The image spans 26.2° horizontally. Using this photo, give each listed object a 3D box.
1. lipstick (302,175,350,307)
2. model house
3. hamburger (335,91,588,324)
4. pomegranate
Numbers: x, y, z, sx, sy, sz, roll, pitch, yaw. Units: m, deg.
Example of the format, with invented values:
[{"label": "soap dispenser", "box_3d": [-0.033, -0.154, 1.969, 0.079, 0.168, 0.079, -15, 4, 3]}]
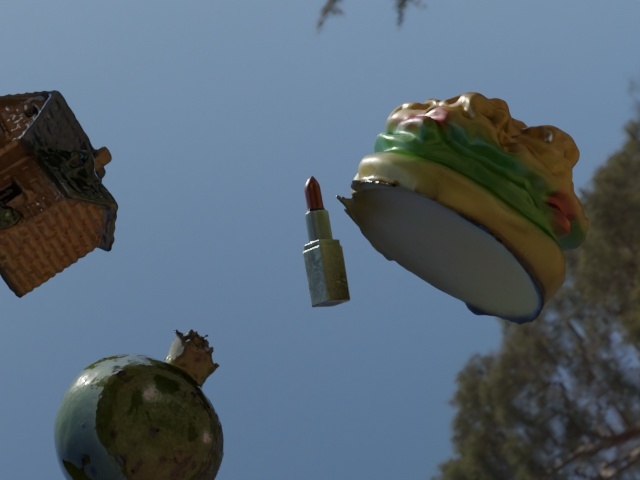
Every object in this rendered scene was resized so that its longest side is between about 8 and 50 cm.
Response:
[{"label": "lipstick", "box_3d": [0.001, -0.001, 1.353, 0.030, 0.030, 0.129, 1, -105, -39]}, {"label": "model house", "box_3d": [-0.300, -0.062, 1.464, 0.172, 0.166, 0.183, -30, -132, -11]}, {"label": "hamburger", "box_3d": [0.145, -0.043, 1.269, 0.237, 0.237, 0.149, 36, -108, -11]}, {"label": "pomegranate", "box_3d": [-0.118, 0.132, 0.943, 0.130, 0.130, 0.130, 24, -137, -24]}]
